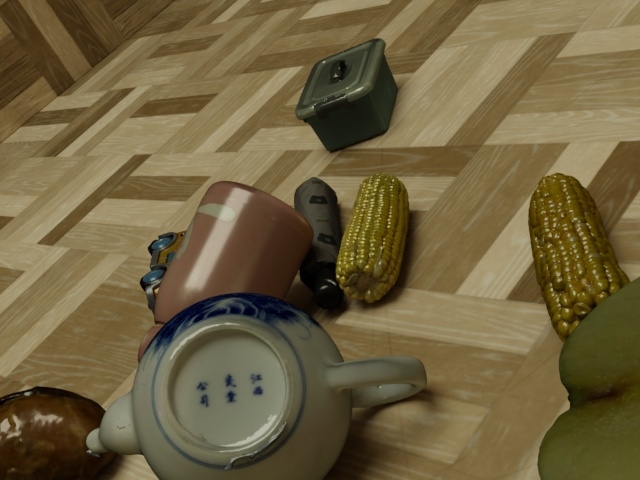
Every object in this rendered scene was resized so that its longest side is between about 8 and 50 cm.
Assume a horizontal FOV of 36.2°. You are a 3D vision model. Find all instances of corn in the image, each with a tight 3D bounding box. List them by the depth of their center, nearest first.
[{"bbox_3d":[0.303,0.019,1.174,0.102,0.102,0.313,-24,27,15],"label":"corn"},{"bbox_3d":[0.081,-0.009,1.439,0.093,0.093,0.244,-18,31,25],"label":"corn"}]

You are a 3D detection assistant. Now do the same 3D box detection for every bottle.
[{"bbox_3d":[-0.144,0.073,1.376,0.296,0.173,0.206,-63,-5,-15],"label":"bottle"}]

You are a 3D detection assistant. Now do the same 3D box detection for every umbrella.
[{"bbox_3d":[0.000,0.000,1.529,0.067,0.073,0.337,-52,20,22],"label":"umbrella"}]

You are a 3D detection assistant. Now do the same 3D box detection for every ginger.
[{"bbox_3d":[-0.444,0.300,1.391,0.321,0.172,0.165,-17,69,24],"label":"ginger"}]

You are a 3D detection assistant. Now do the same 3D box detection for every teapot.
[{"bbox_3d":[-0.085,0.194,1.153,0.424,0.280,0.252,-11,72,1],"label":"teapot"}]

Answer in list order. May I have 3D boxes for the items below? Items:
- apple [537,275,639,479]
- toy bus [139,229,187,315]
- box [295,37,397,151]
[{"bbox_3d":[0.361,0.112,0.772,0.360,0.320,0.311,-23,67,28],"label":"apple"},{"bbox_3d":[-0.199,0.063,1.576,0.136,0.126,0.209,-18,29,8],"label":"toy bus"},{"bbox_3d":[0.055,-0.281,1.868,0.162,0.130,0.227,-17,32,24],"label":"box"}]
